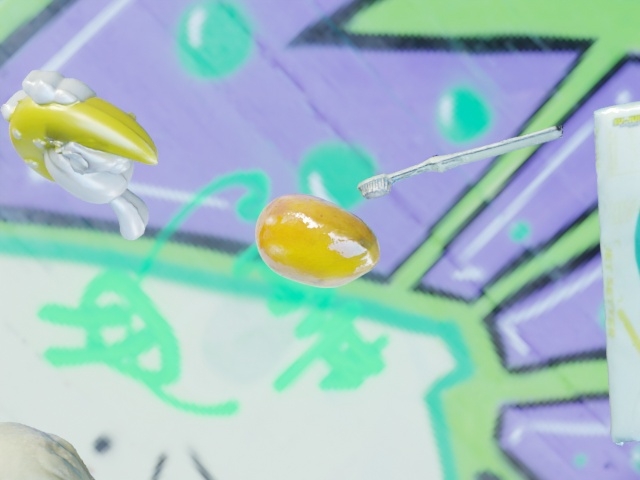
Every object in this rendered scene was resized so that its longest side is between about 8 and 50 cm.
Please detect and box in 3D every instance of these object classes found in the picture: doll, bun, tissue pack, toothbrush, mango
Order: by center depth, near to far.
[{"bbox_3d":[0.456,0.030,1.669,0.287,0.388,0.162,-7,174,40],"label":"tissue pack"},{"bbox_3d":[0.000,0.000,1.937,0.145,0.112,0.219,35,164,-27],"label":"mango"},{"bbox_3d":[0.184,-0.107,2.013,0.026,0.294,0.028,53,-154,-44],"label":"toothbrush"},{"bbox_3d":[-0.321,-0.123,2.053,0.252,0.111,0.237,31,144,-5],"label":"doll"},{"bbox_3d":[-0.404,0.417,2.069,0.219,0.365,0.365,-5,-149,-34],"label":"bun"}]
